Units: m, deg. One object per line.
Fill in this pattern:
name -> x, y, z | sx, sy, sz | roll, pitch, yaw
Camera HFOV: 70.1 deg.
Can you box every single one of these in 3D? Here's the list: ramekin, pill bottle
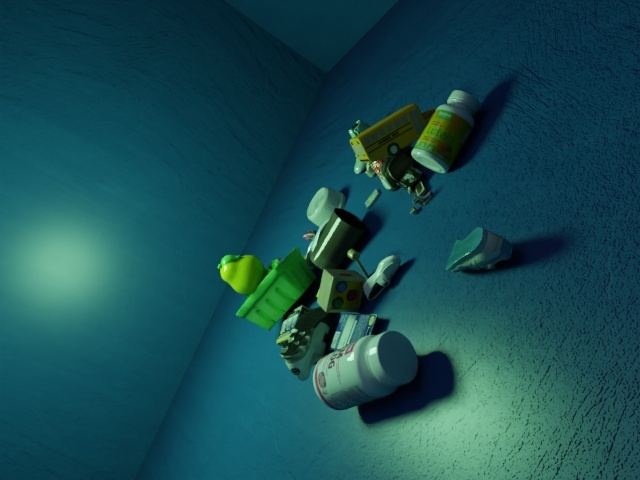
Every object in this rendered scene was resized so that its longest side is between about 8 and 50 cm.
ramekin -> 0.022, -0.164, 2.246 | 0.207, 0.109, 0.207 | -50, 22, 28
pill bottle -> 0.117, 0.349, 1.227 | 0.283, 0.160, 0.160 | -40, 28, 45
pill bottle -> 0.415, -0.358, 1.494 | 0.245, 0.136, 0.136 | -60, 19, 2

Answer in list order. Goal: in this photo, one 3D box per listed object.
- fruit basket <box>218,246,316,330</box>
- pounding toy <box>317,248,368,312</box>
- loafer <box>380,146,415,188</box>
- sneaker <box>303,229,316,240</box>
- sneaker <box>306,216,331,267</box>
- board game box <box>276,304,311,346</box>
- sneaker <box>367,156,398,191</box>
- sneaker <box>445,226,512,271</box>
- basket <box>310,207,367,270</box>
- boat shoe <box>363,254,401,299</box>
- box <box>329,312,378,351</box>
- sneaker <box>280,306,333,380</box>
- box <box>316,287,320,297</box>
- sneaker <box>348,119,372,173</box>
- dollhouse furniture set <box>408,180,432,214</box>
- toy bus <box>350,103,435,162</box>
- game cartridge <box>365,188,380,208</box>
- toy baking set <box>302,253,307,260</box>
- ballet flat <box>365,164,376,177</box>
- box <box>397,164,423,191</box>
fruit basket -> -0.262, 0.174, 2.034 | 0.392, 0.392, 0.283 | -50, -3, 29
pounding toy -> 0.105, 0.138, 1.560 | 0.094, 0.181, 0.206 | -142, 60, -61
loafer -> 0.298, -0.287, 1.708 | 0.087, 0.094, 0.251 | -30, 20, 42
sneaker -> -0.048, -0.034, 2.346 | 0.057, 0.047, 0.119 | -55, 18, -19
sneaker -> 0.000, 0.000, 2.093 | 0.258, 0.094, 0.091 | -59, 24, 8
board game box -> -0.115, 0.367, 1.945 | 0.170, 0.048, 0.141 | -36, 33, 51
sneaker -> 0.237, -0.300, 1.846 | 0.090, 0.145, 0.270 | -51, 22, 25
sneaker -> 0.380, 0.040, 1.124 | 0.228, 0.092, 0.087 | 117, 175, -76
basket -> 0.067, 0.005, 1.849 | 0.227, 0.154, 0.204 | -59, 1, 17
boat shoe -> 0.201, 0.124, 1.479 | 0.184, 0.066, 0.063 | -48, 34, 31
box -> 0.114, 0.305, 1.479 | 0.225, 0.036, 0.136 | -17, 47, 64
sneaker -> -0.031, 0.365, 1.644 | 0.122, 0.146, 0.330 | -10, 23, 32
box -> 0.052, 0.186, 1.790 | 0.109, 0.042, 0.178 | -66, 19, -13
sneaker -> 0.178, -0.454, 2.194 | 0.094, 0.151, 0.256 | -15, 50, 62
dollhouse furniture set -> 0.313, -0.163, 1.562 | 0.091, 0.081, 0.114 | -50, 22, 28
toy bus -> 0.286, -0.404, 1.708 | 0.333, 0.130, 0.108 | -33, 15, -10
game cartridge -> 0.218, -0.173, 1.911 | 0.083, 0.017, 0.056 | -53, 25, 21
toy baking set -> -0.132, 0.163, 2.255 | 0.256, 0.030, 0.197 | -50, 9, -12
ballet flat -> 0.243, -0.361, 2.051 | 0.057, 0.052, 0.168 | -29, 37, 57
box -> 0.323, -0.218, 1.624 | 0.083, 0.052, 0.062 | -56, -15, 13
